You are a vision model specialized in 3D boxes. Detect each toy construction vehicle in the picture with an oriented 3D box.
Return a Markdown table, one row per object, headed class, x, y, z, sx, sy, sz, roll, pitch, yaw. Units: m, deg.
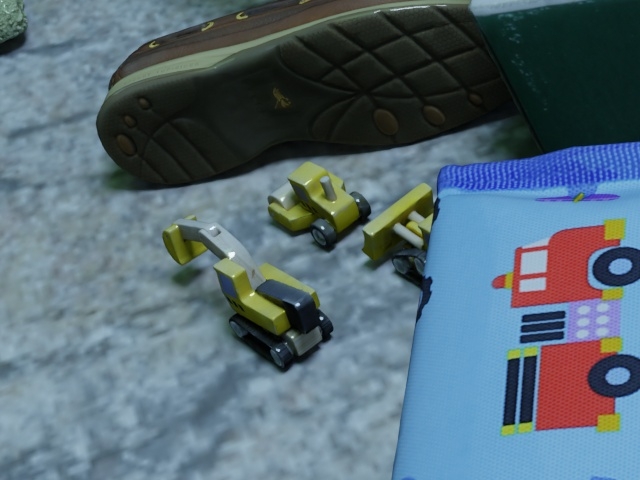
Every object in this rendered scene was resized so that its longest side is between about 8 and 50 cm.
| class | x | y | z | sx | sy | sz | roll | pitch | yaw |
| --- | --- | --- | --- | --- | --- | --- | --- | --- | --- |
| toy construction vehicle | 0.000 | 0.000 | 0.717 | 0.086 | 0.035 | 0.098 | -34 | 41 | -20 |

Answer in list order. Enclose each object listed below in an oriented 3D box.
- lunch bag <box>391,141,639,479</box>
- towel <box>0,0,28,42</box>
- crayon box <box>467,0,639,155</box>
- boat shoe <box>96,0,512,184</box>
| class | x | y | z | sx | sy | sz | roll | pitch | yaw |
| --- | --- | --- | --- | --- | --- | --- | --- | --- | --- |
| lunch bag | 0.170 | 0.069 | 0.434 | 0.293 | 0.138 | 0.221 | -14 | 41 | 24 |
| towel | -0.198 | -0.118 | 0.945 | 0.110 | 0.027 | 0.148 | -23 | 37 | -7 |
| crayon box | 0.237 | -0.129 | 0.690 | 0.323 | 0.083 | 0.203 | -5 | 38 | 38 |
| boat shoe | -0.002 | -0.073 | 0.784 | 0.178 | 0.064 | 0.060 | -11 | 41 | 13 |
